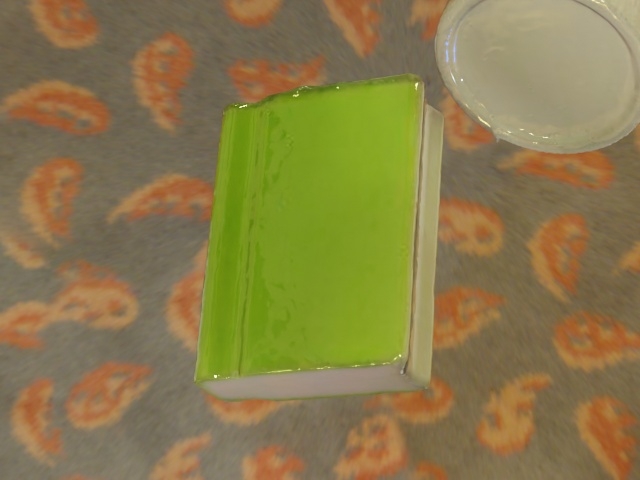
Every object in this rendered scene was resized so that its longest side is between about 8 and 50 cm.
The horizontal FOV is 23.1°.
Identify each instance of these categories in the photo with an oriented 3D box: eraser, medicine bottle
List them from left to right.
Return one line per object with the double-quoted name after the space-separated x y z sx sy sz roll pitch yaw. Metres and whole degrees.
0.000 0.000 1.401 0.210 0.092 0.274 -7 66 21 "eraser"
0.162 -0.177 0.924 0.144 0.252 0.144 17 138 16 "medicine bottle"
